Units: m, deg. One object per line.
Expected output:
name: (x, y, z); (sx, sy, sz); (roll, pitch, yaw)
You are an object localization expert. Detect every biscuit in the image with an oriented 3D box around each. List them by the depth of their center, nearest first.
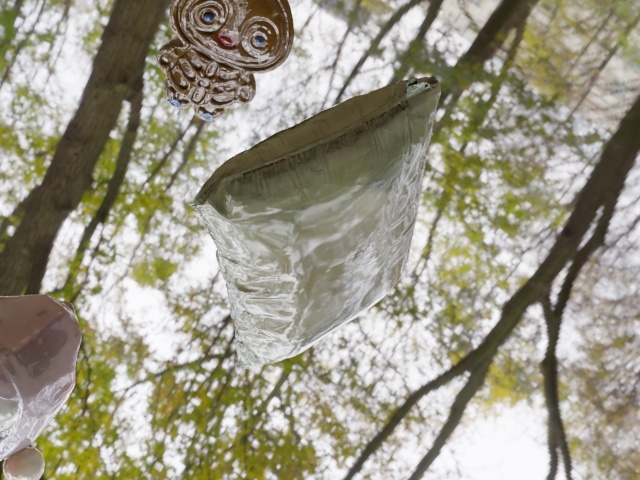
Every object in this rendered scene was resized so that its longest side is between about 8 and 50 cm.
biscuit: (-0.096, -0.190, 0.833); (0.124, 0.175, 0.026); (20, -142, -17)

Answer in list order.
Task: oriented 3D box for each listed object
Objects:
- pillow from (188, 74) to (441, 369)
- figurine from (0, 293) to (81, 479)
pillow: (0.000, 0.000, 0.651); (0.185, 0.302, 0.075); (-28, -115, -14)
figurine: (-0.335, 0.151, 0.816); (0.200, 0.276, 0.133); (49, -147, -4)
